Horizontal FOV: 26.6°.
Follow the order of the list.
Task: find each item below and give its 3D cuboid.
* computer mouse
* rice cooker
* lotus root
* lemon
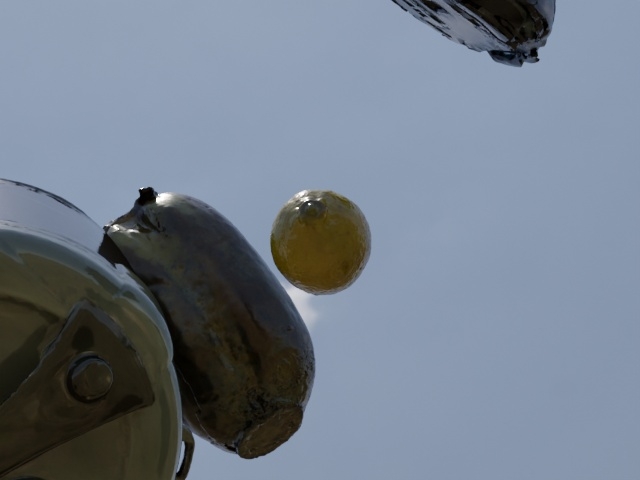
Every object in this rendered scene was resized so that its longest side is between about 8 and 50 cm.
[{"bbox_3d":[0.106,-0.196,1.002,0.146,0.242,0.077,34,-89,-24],"label":"computer mouse"},{"bbox_3d":[-0.279,0.119,1.064,0.335,0.325,0.335,-3,-77,-12],"label":"rice cooker"},{"bbox_3d":[-0.107,0.078,1.303,0.152,0.275,0.160,-24,-23,-19],"label":"lotus root"},{"bbox_3d":[0.000,0.000,0.812,0.062,0.062,0.083,-16,-27,-1],"label":"lemon"}]
